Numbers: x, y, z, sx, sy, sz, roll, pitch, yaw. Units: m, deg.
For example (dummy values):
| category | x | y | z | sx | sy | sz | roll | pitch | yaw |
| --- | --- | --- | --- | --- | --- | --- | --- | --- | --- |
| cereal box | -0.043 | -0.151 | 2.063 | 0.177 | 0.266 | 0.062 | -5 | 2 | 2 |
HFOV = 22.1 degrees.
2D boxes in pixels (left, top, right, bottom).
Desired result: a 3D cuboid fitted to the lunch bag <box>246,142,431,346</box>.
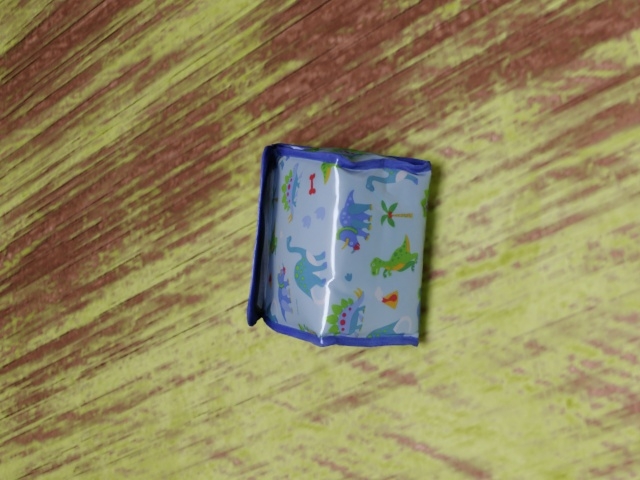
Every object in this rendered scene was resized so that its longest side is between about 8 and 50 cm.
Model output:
| category | x | y | z | sx | sy | sz | roll | pitch | yaw |
| --- | --- | --- | --- | --- | --- | --- | --- | --- | --- |
| lunch bag | 0.000 | 0.000 | 1.118 | 0.151 | 0.096 | 0.129 | 15 | 100 | 62 |
